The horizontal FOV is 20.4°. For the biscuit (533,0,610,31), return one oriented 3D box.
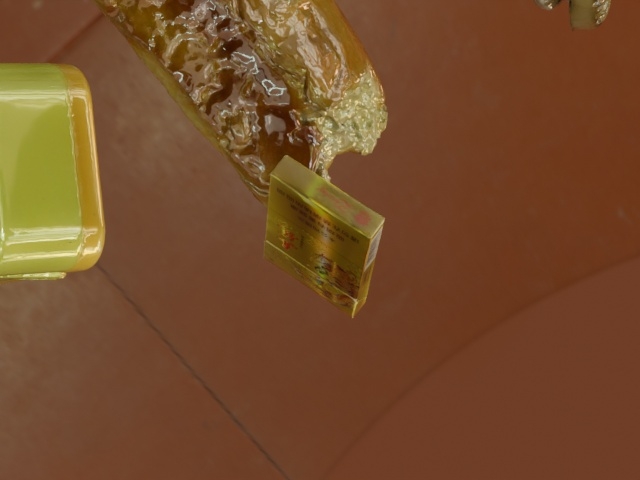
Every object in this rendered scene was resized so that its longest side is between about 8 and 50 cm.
[{"bbox_3d":[0.230,-0.318,1.600,0.079,0.259,0.259,4,70,9],"label":"biscuit"}]

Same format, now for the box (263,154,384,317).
[{"bbox_3d":[0.000,0.000,1.296,0.089,0.156,0.022,35,68,9],"label":"box"}]

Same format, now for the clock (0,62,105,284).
[{"bbox_3d":[-0.232,-0.039,1.197,0.202,0.096,0.143,-8,84,52],"label":"clock"}]

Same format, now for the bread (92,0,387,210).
[{"bbox_3d":[-0.075,-0.192,1.424,0.149,0.344,0.195,-35,20,9],"label":"bread"}]
